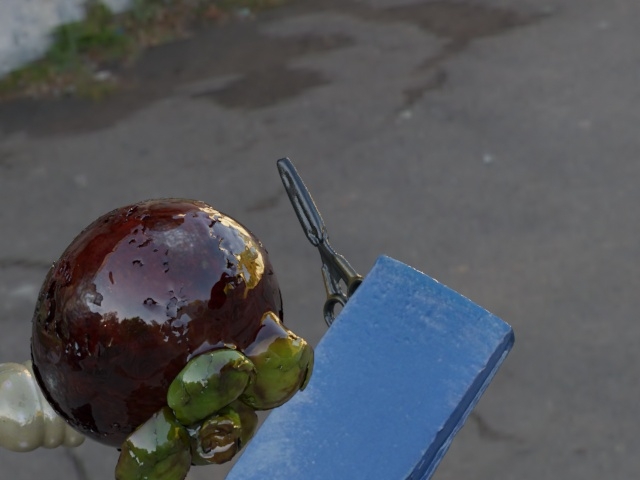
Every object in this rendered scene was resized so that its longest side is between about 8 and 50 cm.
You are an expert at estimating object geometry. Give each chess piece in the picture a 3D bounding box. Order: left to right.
[{"bbox_3d":[-0.291,0.182,2.002,0.307,0.124,0.139,-7,66,-23],"label":"chess piece"}]

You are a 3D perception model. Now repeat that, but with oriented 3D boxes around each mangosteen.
[{"bbox_3d":[-0.091,0.067,1.118,0.166,0.166,0.180,-21,58,-21],"label":"mangosteen"}]

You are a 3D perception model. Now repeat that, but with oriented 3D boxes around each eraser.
[{"bbox_3d":[0.025,0.170,1.531,0.144,0.042,0.312,29,77,23],"label":"eraser"}]

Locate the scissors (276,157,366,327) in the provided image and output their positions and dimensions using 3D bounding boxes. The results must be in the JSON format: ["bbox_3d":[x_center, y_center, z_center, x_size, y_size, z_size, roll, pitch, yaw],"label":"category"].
[{"bbox_3d":[0.000,0.000,2.075,0.017,0.220,0.088,-9,-22,-45],"label":"scissors"}]
